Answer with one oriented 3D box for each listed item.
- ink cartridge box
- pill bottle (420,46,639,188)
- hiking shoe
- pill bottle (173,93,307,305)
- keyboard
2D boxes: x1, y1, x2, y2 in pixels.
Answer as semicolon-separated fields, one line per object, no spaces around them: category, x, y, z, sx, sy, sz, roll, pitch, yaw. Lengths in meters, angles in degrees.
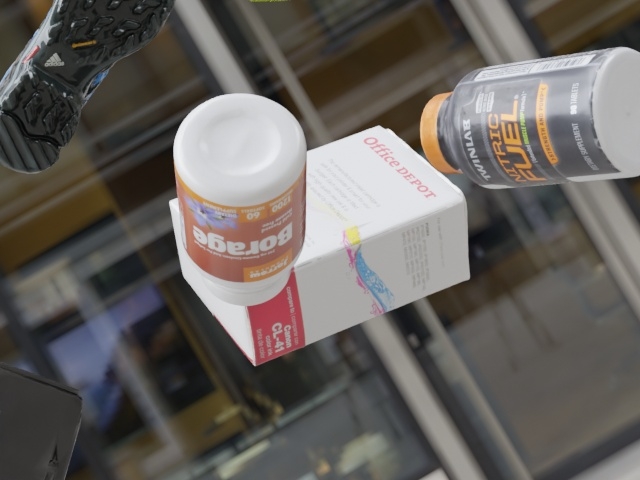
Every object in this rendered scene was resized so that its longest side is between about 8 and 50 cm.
ink cartridge box;0.000;0.000;2.246;0.306;0.131;0.226;-19;36;-19
pill bottle;0.220;-0.120;1.869;0.246;0.130;0.130;-5;17;44
hiking shoe;-0.266;-0.208;1.935;0.304;0.113;0.132;-53;21;-12
pill bottle;-0.073;-0.030;1.721;0.121;0.121;0.216;-30;-28;-18
keyboard;-0.364;0.215;1.838;0.033;0.201;0.317;8;-12;35
